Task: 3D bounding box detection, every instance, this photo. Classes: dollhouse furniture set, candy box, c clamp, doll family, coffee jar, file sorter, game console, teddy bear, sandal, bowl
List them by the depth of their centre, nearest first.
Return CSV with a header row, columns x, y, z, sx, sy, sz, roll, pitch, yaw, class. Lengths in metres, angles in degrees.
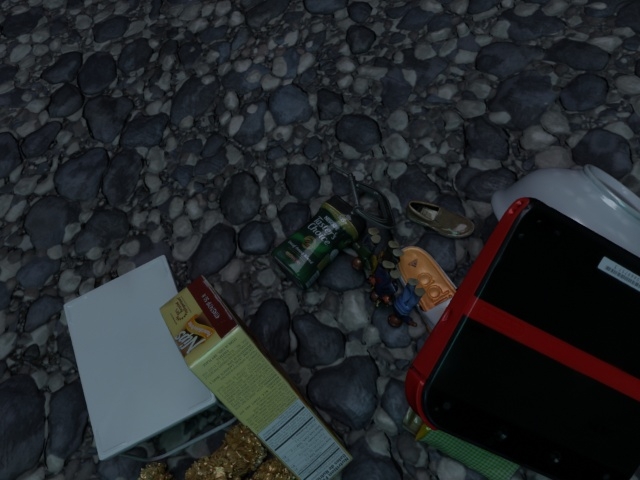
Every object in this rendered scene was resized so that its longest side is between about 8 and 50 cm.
x,y,z,sx,sy,sz,roll,pitch,yaw,class
0.345,0.167,0.785,0.386,0.060,0.342,26,97,-13,game console
-0.094,0.214,0.826,0.087,0.316,0.183,-40,31,-9,candy box
0.276,0.202,0.841,0.197,0.151,0.302,28,78,4,dollhouse furniture set
-0.194,0.438,0.873,0.337,0.113,0.245,-26,60,-4,teddy bear
0.432,-0.026,0.887,0.298,0.297,0.134,51,122,26,bowl
-0.284,0.211,0.965,0.192,0.173,0.278,-26,62,-3,file sorter
0.215,0.107,0.985,0.102,0.076,0.265,-33,64,-7,sandal
0.117,0.074,1.005,0.076,0.111,0.193,4,45,-26,doll family
0.000,0.000,1.074,0.096,0.079,0.184,40,76,23,coffee jar
0.082,-0.081,1.082,0.022,0.137,0.161,-54,30,29,c clamp

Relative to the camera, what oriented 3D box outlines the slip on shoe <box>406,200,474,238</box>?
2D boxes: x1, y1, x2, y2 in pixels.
x,y,z,sx,sy,sz,roll,pitch,yaw,class
0.230,-0.044,1.077,0.135,0.041,0.051,24,70,20,slip on shoe
